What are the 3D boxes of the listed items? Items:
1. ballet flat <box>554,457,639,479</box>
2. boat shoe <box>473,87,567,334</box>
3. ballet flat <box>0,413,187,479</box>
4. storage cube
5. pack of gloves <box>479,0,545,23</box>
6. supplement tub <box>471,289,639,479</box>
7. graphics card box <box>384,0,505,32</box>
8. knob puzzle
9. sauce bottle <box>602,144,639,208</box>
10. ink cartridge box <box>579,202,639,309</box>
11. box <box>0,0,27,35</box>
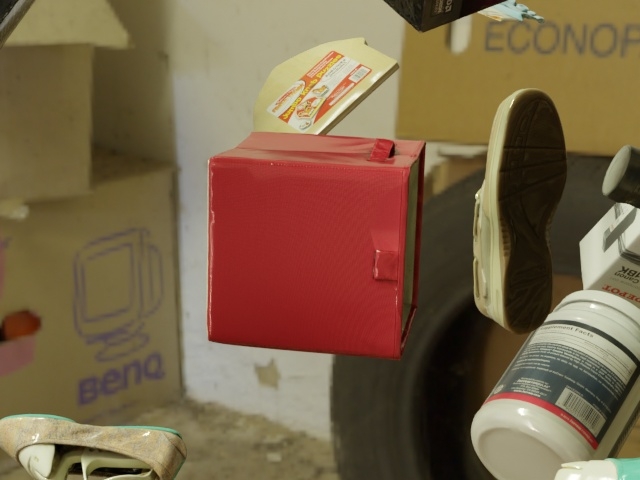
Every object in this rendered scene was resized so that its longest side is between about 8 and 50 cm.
[{"bbox_3d":[0.247,0.258,1.127,0.087,0.247,0.083,25,55,-10],"label":"ballet flat"},{"bbox_3d":[0.231,-0.039,1.439,0.109,0.302,0.098,-10,18,-28],"label":"boat shoe"},{"bbox_3d":[-0.365,0.330,1.778,0.316,0.107,0.106,1,47,9],"label":"ballet flat"},{"bbox_3d":[0.000,0.000,1.178,0.193,0.215,0.183,5,14,9],"label":"storage cube"},{"bbox_3d":[0.239,-0.387,1.795,0.195,0.046,0.232,26,20,23],"label":"pack of gloves"},{"bbox_3d":[0.352,0.220,1.647,0.191,0.191,0.272,10,45,38],"label":"supplement tub"},{"bbox_3d":[0.238,-0.388,1.246,0.371,0.233,0.094,-23,53,-24],"label":"graphics card box"},{"bbox_3d":[-0.007,-0.190,1.514,0.213,0.030,0.213,-22,40,20],"label":"knob puzzle"},{"bbox_3d":[0.514,-0.019,1.430,0.344,0.111,0.111,25,14,-3],"label":"sauce bottle"},{"bbox_3d":[0.557,-0.003,1.807,0.197,0.273,0.114,19,49,-12],"label":"ink cartridge box"},{"bbox_3d":[-0.434,-0.368,1.483,0.179,0.312,0.343,38,-10,-15],"label":"box"}]
